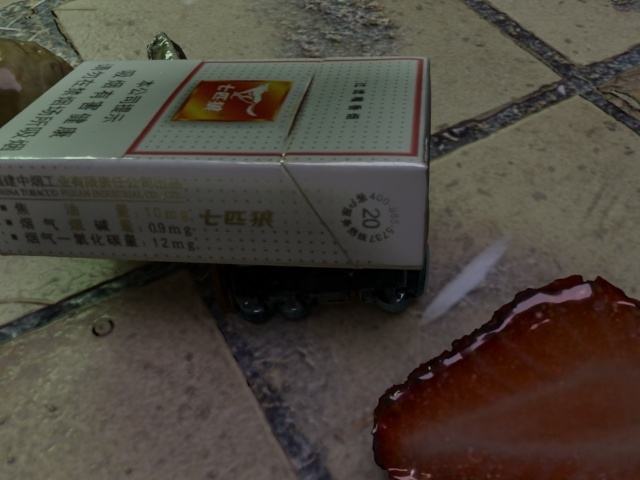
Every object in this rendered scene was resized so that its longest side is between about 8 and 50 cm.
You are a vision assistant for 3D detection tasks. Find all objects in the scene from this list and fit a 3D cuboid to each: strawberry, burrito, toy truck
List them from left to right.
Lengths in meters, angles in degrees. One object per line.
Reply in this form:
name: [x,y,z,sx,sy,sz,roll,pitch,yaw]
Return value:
burrito: [-0.155,-0.172,0.758,0.042,0.051,0.171,-14,51,-19]
toy truck: [0.000,0.001,0.593,0.178,0.080,0.115,-2,40,2]
strawberry: [0.162,0.110,0.486,0.236,0.107,0.175,15,85,6]

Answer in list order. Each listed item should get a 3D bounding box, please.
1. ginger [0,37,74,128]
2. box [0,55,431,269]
ginger: [-0.417,-0.116,0.670,0.354,0.126,0.190,-25,59,-20]
box: [-0.075,-0.074,0.563,0.331,0.095,0.210,3,35,9]
